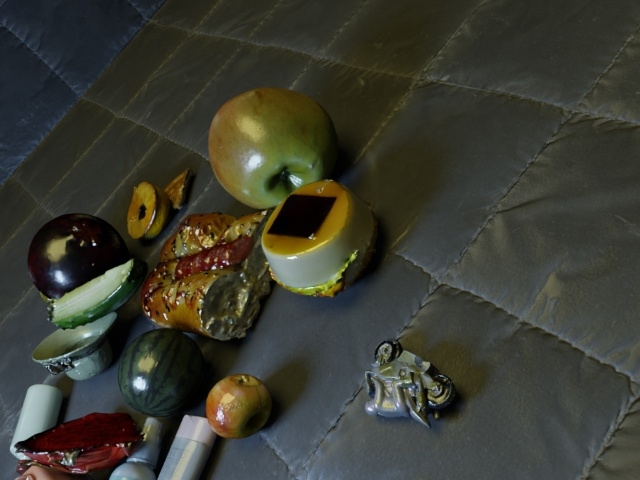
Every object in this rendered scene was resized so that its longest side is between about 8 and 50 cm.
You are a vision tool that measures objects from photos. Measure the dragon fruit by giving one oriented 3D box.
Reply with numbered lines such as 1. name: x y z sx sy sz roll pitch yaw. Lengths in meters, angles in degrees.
1. dragon fruit: -0.567 0.487 1.673 0.343 0.282 0.100 175 93 -72

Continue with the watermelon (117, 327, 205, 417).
1. watermelon: -0.381 0.315 1.712 0.212 0.212 0.212 -23 44 24

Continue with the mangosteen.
1. mangosteen: -0.753 0.086 2.194 0.347 0.307 0.307 -57 28 37

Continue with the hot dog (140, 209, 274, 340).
1. hot dog: -0.307 0.076 1.877 0.365 0.196 0.367 -2 52 45

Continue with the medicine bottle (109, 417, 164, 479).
1. medicine bottle: -0.430 0.572 1.603 0.110 0.110 0.352 -13 47 33

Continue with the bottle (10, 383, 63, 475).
1. bottle: -0.787 0.525 1.961 0.104 0.104 0.245 -24 44 24

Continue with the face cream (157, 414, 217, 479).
1. face cream: -0.313 0.522 1.576 0.107 0.073 0.269 -2 55 36

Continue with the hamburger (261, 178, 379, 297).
1. hamburger: 0.000 0.000 1.682 0.276 0.179 0.294 4 56 40

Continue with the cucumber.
1. cucumber: -0.590 0.153 1.957 0.325 0.145 0.105 -28 66 24

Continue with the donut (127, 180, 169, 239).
1. donut: -0.550 -0.091 2.287 0.174 0.074 0.190 16 94 46

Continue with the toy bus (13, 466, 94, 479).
1. toy bus: -0.654 0.654 1.638 0.194 0.232 0.288 24 72 46

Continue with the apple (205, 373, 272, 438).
1. apple: -0.182 0.359 1.550 0.146 0.146 0.146 -23 44 24

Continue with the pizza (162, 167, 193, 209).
1. pizza: -0.466 -0.152 2.326 0.185 0.036 0.176 -51 37 -3

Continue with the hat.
1. hat: -0.661 0.316 1.999 0.257 0.130 0.257 -20 18 7

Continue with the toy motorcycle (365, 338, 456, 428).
1. toy motorcycle: 0.153 0.288 1.379 0.152 0.073 0.225 -51 38 -6

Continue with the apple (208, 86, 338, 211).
1. apple: -0.119 -0.231 1.884 0.338 0.338 0.305 -43 51 3
